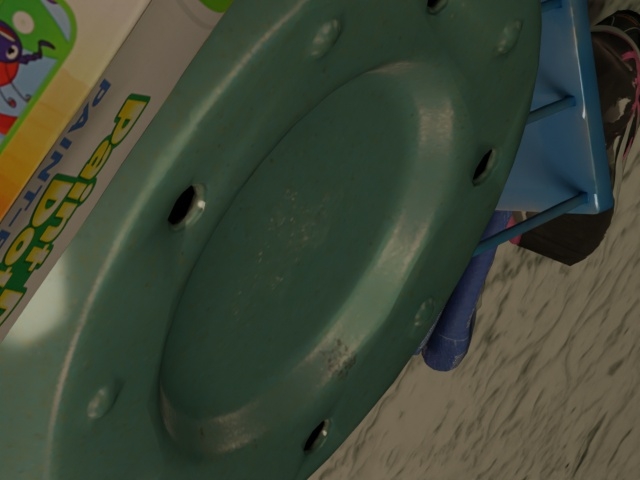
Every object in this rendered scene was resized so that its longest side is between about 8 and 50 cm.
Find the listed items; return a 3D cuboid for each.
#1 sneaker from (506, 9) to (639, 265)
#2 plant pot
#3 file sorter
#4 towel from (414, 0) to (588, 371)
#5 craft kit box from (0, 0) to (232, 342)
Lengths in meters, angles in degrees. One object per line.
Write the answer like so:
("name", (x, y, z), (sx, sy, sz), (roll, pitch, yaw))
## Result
("sneaker", (0.170, -0.064, 1.165), (0.077, 0.072, 0.178), (-46, 162, -47))
("plant pot", (-0.088, -0.050, 0.491), (0.293, 0.235, 0.293), (-42, 152, -28))
("file sorter", (0.027, -0.083, 0.731), (0.104, 0.118, 0.170), (-23, 109, -44))
("towel", (0.102, -0.080, 0.921), (0.285, 0.034, 0.209), (-65, 175, -65))
("craft kit box", (-0.160, -0.050, 0.336), (0.246, 0.250, 0.061), (-55, 174, -5))
